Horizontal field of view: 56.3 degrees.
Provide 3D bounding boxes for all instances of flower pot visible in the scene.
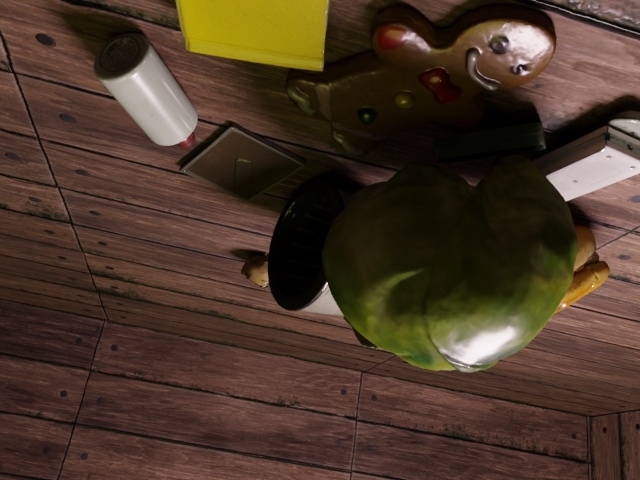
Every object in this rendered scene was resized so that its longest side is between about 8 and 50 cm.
[{"bbox_3d":[0.088,0.047,1.378,0.330,0.294,0.293,17,156,-30],"label":"flower pot"}]

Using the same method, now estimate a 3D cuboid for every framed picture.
[{"bbox_3d":[-0.176,-0.161,1.316,0.189,0.023,0.260,23,153,-29],"label":"framed picture"}]

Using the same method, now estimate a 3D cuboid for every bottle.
[{"bbox_3d":[-0.292,-0.246,1.065,0.104,0.104,0.245,1,155,17],"label":"bottle"}]

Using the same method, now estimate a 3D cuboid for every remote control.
[{"bbox_3d":[0.453,-0.126,1.100,0.102,0.056,0.277,18,161,-18],"label":"remote control"}]

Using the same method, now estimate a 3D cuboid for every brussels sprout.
[{"bbox_3d":[0.226,0.053,1.019,0.425,0.361,0.343,-15,126,1],"label":"brussels sprout"}]

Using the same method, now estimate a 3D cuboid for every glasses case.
[{"bbox_3d":[0.297,-0.170,1.055,0.184,0.040,0.077,-5,180,24],"label":"glasses case"}]

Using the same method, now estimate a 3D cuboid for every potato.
[{"bbox_3d":[-0.173,0.075,1.818,0.100,0.089,0.172,28,-170,6],"label":"potato"}]

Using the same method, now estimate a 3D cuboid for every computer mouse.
[{"bbox_3d":[0.518,-0.189,0.984,0.110,0.032,0.055,20,171,-35],"label":"computer mouse"}]

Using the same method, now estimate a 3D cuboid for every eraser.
[{"bbox_3d":[-0.093,-0.325,0.849,0.225,0.069,0.158,10,157,0],"label":"eraser"}]

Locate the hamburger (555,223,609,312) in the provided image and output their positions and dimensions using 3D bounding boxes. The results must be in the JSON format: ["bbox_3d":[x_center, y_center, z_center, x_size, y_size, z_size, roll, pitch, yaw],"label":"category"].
[{"bbox_3d":[0.465,0.072,1.329,0.314,0.170,0.289,-20,176,-34],"label":"hamburger"}]

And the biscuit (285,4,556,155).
[{"bbox_3d":[0.151,-0.245,0.951,0.431,0.064,0.283,-9,151,37],"label":"biscuit"}]
